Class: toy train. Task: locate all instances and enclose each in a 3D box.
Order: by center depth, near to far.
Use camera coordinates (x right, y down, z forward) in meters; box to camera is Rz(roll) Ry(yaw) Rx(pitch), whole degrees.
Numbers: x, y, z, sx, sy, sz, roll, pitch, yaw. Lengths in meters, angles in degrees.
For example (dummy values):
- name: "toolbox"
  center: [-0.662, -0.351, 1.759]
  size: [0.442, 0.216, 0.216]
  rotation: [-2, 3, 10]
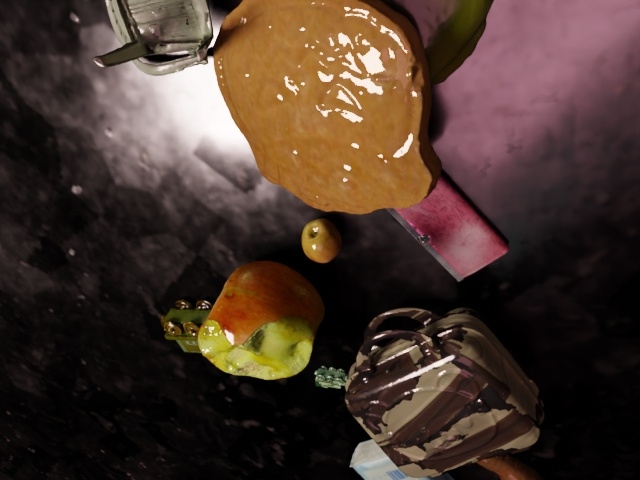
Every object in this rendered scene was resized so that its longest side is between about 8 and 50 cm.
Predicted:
- name: "toy train"
  center: [-0.271, 0.214, 1.173]
  size: [0.225, 0.090, 0.137]
  rotation: [-1, 131, 24]
- name: "toy train"
  center: [0.027, 0.333, 1.185]
  size: [0.083, 0.033, 0.053]
  rotation: [7, 128, 13]

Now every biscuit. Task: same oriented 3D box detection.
- name: "biscuit"
  center: [-0.008, -0.199, 0.761]
  size: [0.384, 0.062, 0.365]
  rotation: [9, 131, 38]

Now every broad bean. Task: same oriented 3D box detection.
- name: "broad bean"
  center: [0.120, -0.355, 0.661]
  size: [0.237, 0.119, 0.291]
  rotation: [3, 122, 20]

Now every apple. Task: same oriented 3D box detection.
- name: "apple"
  center: [0.000, 0.000, 0.949]
  size: [0.083, 0.084, 0.071]
  rotation: [-18, 143, 27]
- name: "apple"
  center: [-0.110, 0.169, 0.993]
  size: [0.226, 0.246, 0.246]
  rotation: [27, 126, -4]

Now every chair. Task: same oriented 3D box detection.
- name: "chair"
  center: [-0.268, -0.355, 0.741]
  size: [0.190, 0.275, 0.204]
  rotation: [-15, 111, 2]

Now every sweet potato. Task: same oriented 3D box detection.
- name: "sweet potato"
  center: [0.470, 0.577, 1.158]
  size: [0.109, 0.109, 0.385]
  rotation: [-35, 100, 32]

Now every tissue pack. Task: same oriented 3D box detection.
- name: "tissue pack"
  center: [0.227, 0.612, 1.266]
  size: [0.177, 0.089, 0.263]
  rotation: [-32, 110, 33]

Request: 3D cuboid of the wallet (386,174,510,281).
- name: "wallet"
  center: [0.225, -0.032, 0.892]
  size: [0.232, 0.025, 0.119]
  rotation: [43, 123, -12]

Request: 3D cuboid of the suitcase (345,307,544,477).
- name: "suitcase"
  center: [0.226, 0.284, 0.996]
  size: [0.351, 0.194, 0.339]
  rotation: [-36, 99, 31]
